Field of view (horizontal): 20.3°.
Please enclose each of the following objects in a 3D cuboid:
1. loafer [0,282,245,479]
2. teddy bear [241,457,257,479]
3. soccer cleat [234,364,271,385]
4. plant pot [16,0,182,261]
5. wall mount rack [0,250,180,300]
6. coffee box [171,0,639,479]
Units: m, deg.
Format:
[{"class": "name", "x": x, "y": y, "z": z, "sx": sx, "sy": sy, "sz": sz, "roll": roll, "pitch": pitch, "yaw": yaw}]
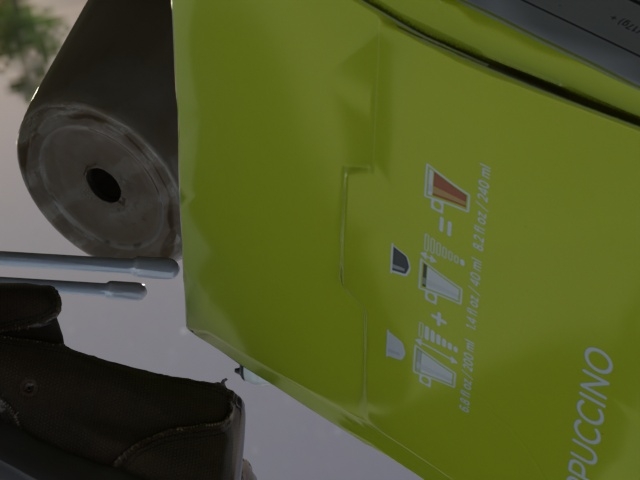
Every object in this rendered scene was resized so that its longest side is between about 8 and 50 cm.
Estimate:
[{"class": "loafer", "x": -0.206, "y": 0.085, "z": 1.068, "sx": 0.366, "sy": 0.130, "sz": 0.134, "roll": 24, "pitch": 150, "yaw": 2}, {"class": "teddy bear", "x": -0.147, "y": 0.259, "z": 1.592, "sx": 0.113, "sy": 0.245, "sz": 0.338, "roll": -19, "pitch": -178, "yaw": 13}, {"class": "soccer cleat", "x": 0.000, "y": 0.000, "z": 1.392, "sx": 0.116, "sy": 0.318, "sz": 0.108, "roll": 9, "pitch": -136, "yaw": 3}, {"class": "plant pot", "x": -0.135, "y": -0.127, "z": 1.699, "sx": 0.323, "sy": 0.323, "sz": 0.280, "roll": -5, "pitch": -148, "yaw": 39}, {"class": "wall mount rack", "x": -0.287, "y": 0.074, "z": 1.487, "sx": 0.304, "sy": 0.130, "sz": 0.350, "roll": -37, "pitch": -177, "yaw": -15}, {"class": "coffee box", "x": 0.149, "y": -0.072, "z": 0.987, "sx": 0.338, "sy": 0.337, "sz": 0.334, "roll": 31, "pitch": -130, "yaw": 28}]
